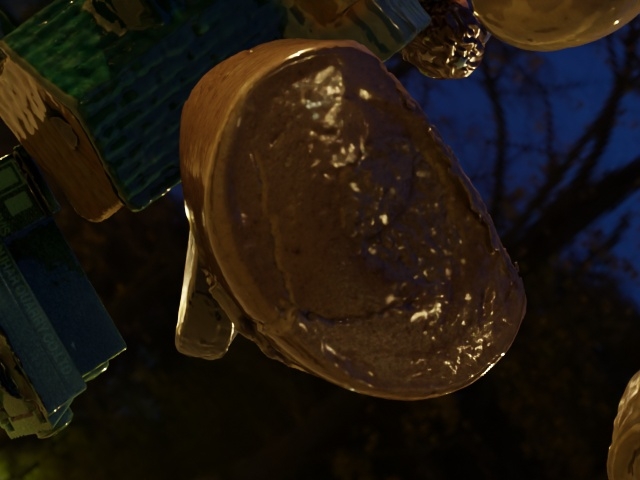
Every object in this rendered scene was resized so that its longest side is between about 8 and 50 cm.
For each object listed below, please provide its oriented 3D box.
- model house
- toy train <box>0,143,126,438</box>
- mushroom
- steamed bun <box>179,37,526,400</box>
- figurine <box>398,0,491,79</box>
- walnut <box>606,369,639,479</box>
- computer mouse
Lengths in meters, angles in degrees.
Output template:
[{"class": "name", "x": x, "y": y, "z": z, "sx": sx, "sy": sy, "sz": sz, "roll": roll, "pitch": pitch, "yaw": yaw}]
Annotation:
[{"class": "model house", "x": -0.132, "y": -0.232, "z": 1.594, "sx": 0.334, "sy": 0.382, "sz": 0.342, "roll": 51, "pitch": -19, "yaw": -7}, {"class": "toy train", "x": -0.338, "y": 0.049, "z": 1.767, "sx": 0.138, "sy": 0.178, "sz": 0.330, "roll": -20, "pitch": -79, "yaw": 53}, {"class": "mushroom", "x": 0.239, "y": -0.288, "z": 1.544, "sx": 0.206, "sy": 0.206, "sz": 0.209, "roll": 29, "pitch": -55, "yaw": 54}, {"class": "steamed bun", "x": 0.000, "y": 0.000, "z": 1.258, "sx": 0.301, "sy": 0.199, "sz": 0.251, "roll": 54, "pitch": -14, "yaw": -16}, {"class": "figurine", "x": 0.129, "y": -0.294, "z": 1.961, "sx": 0.174, "sy": 0.116, "sz": 0.240, "roll": 4, "pitch": -38, "yaw": 33}, {"class": "walnut", "x": 0.313, "y": 0.147, "z": 1.252, "sx": 0.178, "sy": 0.230, "sz": 0.178, "roll": 30, "pitch": 25, "yaw": -15}, {"class": "computer mouse", "x": -0.106, "y": 0.006, "z": 1.915, "sx": 0.170, "sy": 0.100, "sz": 0.269, "roll": 107, "pitch": -11, "yaw": -59}]
